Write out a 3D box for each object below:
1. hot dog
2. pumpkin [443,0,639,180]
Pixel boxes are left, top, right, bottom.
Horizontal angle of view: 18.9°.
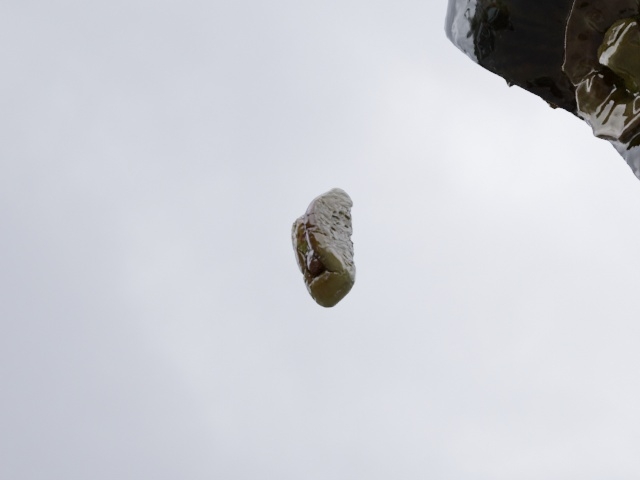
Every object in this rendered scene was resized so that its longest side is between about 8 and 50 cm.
[{"bbox_3d":[0.000,0.000,1.145,0.034,0.090,0.030,28,-55,-23],"label":"hot dog"},{"bbox_3d":[0.203,-0.080,0.786,0.190,0.280,0.139,2,-63,-32],"label":"pumpkin"}]
